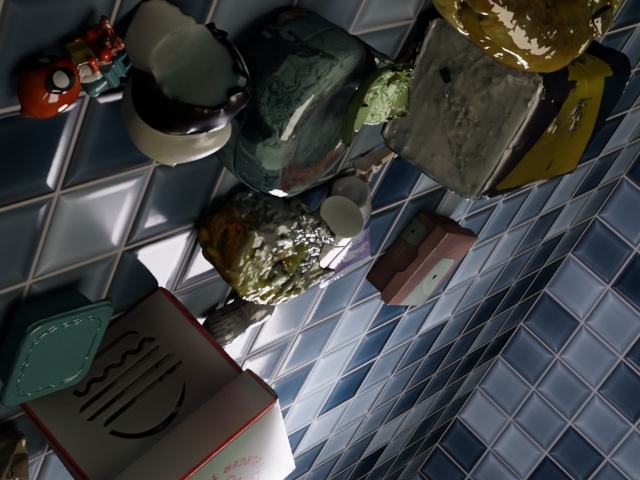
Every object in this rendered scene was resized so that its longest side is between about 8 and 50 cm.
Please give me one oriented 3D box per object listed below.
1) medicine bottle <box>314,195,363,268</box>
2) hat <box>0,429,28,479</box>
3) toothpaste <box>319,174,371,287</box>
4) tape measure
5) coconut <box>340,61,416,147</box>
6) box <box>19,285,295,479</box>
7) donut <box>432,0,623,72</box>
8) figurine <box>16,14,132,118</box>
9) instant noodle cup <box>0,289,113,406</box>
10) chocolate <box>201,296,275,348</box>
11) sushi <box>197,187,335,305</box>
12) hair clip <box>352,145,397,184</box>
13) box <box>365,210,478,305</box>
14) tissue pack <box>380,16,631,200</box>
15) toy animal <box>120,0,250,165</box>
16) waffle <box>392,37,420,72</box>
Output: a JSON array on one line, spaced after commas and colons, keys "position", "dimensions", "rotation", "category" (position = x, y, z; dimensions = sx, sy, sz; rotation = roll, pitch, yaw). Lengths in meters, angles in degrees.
[{"position": [0.000, 0.000, 2.093], "dimensions": [0.086, 0.086, 0.183], "rotation": [-30, 169, -35], "category": "medicine bottle"}, {"position": [-0.542, 0.356, 1.836], "dimensions": [0.175, 0.085, 0.147], "rotation": [-19, 170, -6], "category": "hat"}, {"position": [0.051, -0.012, 2.261], "dimensions": [0.125, 0.080, 0.371], "rotation": [-31, 161, -14], "category": "toothpaste"}, {"position": [-0.037, -0.190, 1.667], "dimensions": [0.256, 0.147, 0.275], "rotation": [-59, 160, 16], "category": "tape measure"}, {"position": [0.078, -0.194, 1.617], "dimensions": [0.158, 0.055, 0.133], "rotation": [-22, 142, -60], "category": "coconut"}, {"position": [-0.260, 0.319, 1.938], "dimensions": [0.314, 0.300, 0.312], "rotation": [-39, 154, -17], "category": "box"}, {"position": [0.316, -0.423, 1.735], "dimensions": [0.360, 0.170, 0.360], "rotation": [-11, 109, -35], "category": "donut"}, {"position": [-0.284, -0.188, 1.335], "dimensions": [0.140, 0.068, 0.075], "rotation": [-35, 160, -11], "category": "figurine"}, {"position": [-0.395, 0.147, 1.712], "dimensions": [0.157, 0.070, 0.179], "rotation": [-18, 146, -48], "category": "instant noodle cup"}, {"position": [-0.150, 0.141, 2.147], "dimensions": [0.167, 0.072, 0.072], "rotation": [-33, 155, -31], "category": "chocolate"}, {"position": [-0.082, 0.006, 1.940], "dimensions": [0.184, 0.139, 0.274], "rotation": [-46, 158, 1], "category": "sushi"}, {"position": [0.142, -0.177, 2.170], "dimensions": [0.226, 0.034, 0.072], "rotation": [-39, 161, -22], "category": "hair clip"}, {"position": [0.225, 0.041, 2.636], "dimensions": [0.215, 0.086, 0.215], "rotation": [-52, 158, 15], "category": "box"}, {"position": [0.327, -0.246, 2.062], "dimensions": [0.417, 0.253, 0.264], "rotation": [-14, 135, -54], "category": "tissue pack"}, {"position": [-0.173, -0.184, 1.446], "dimensions": [0.138, 0.166, 0.179], "rotation": [-18, 160, -26], "category": "toy animal"}, {"position": [0.150, -0.304, 1.982], "dimensions": [0.085, 0.016, 0.078], "rotation": [-53, 162, 18], "category": "waffle"}]
